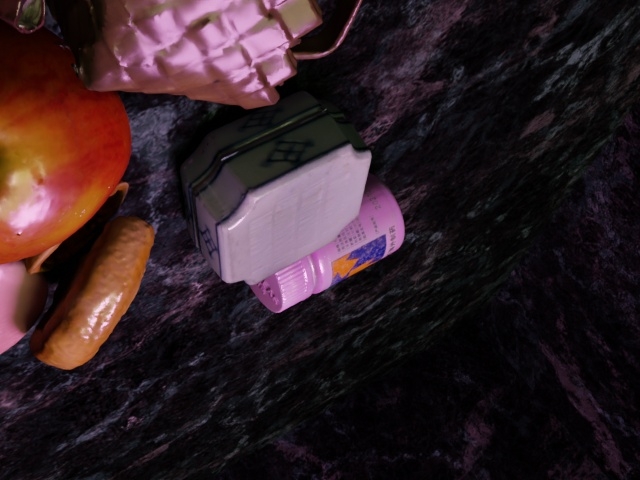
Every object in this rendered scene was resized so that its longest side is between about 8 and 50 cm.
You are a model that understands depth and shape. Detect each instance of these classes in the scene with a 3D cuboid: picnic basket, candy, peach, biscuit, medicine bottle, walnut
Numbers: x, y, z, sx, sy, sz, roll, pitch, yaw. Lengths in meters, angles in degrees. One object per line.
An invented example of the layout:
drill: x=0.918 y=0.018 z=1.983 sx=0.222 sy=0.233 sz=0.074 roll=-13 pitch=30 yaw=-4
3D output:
picnic basket: x=-0.081 y=-0.278 z=0.673 sx=0.321 sy=0.291 sz=0.254 roll=-6 pitch=142 yaw=-31
candy: x=-0.488 y=0.083 z=0.985 sx=0.255 sy=0.094 sz=0.255 roll=-31 pitch=156 yaw=-16
peach: x=-0.321 y=-0.102 z=0.717 sx=0.281 sy=0.281 sz=0.238 roll=-21 pitch=117 yaw=-35
biscuit: x=-0.320 y=0.081 z=1.053 sx=0.274 sy=0.091 sz=0.213 roll=-17 pitch=-133 yaw=60
medicine bottle: x=0.000 y=0.000 z=1.435 sx=0.291 sy=0.178 sz=0.178 roll=-28 pitch=155 yaw=-25
walnut: x=-0.334 y=-0.039 z=0.968 sx=0.167 sy=0.087 sz=0.211 roll=-45 pitch=-175 yaw=-2

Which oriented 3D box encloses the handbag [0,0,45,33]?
handbag: x=-0.262 y=-0.285 z=0.496 sx=0.213 sy=0.235 sz=0.127 roll=-60 pitch=171 yaw=33

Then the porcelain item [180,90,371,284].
porcelain item: x=-0.075 y=-0.083 z=1.204 sx=0.281 sy=0.157 sz=0.286 roll=-28 pitch=156 yaw=-19
